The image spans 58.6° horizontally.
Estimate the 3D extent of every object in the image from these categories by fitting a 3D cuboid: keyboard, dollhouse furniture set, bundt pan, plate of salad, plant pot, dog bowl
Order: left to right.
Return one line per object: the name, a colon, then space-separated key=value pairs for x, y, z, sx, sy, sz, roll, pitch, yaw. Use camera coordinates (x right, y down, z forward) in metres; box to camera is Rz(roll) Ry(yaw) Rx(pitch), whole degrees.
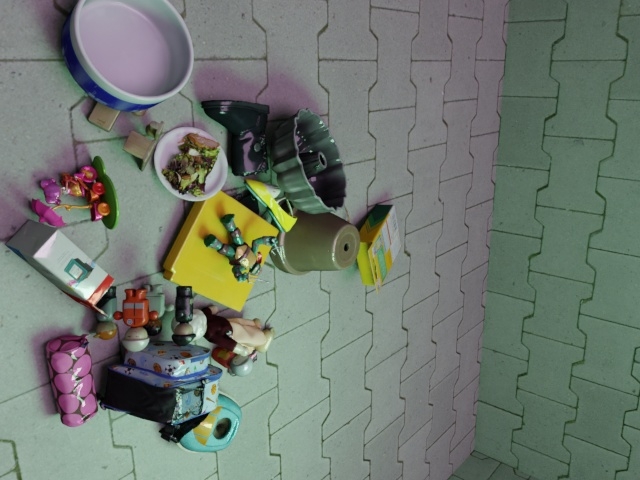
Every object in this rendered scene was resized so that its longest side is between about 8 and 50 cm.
dollhouse furniture set: x=-0.462 y=-0.273 z=1.369 sx=0.151 sy=0.123 sz=0.144 roll=27 pitch=77 yaw=-15
dog bowl: x=-0.420 y=-0.423 z=1.254 sx=0.264 sy=0.104 sz=0.265 roll=6 pitch=81 yaw=-40
plate of salad: x=-0.331 y=-0.202 z=1.487 sx=0.199 sy=0.048 sz=0.200 roll=6 pitch=79 yaw=-32
keyboard: x=-0.253 y=-0.091 z=1.685 sx=0.180 sy=0.023 sz=0.108 roll=-37 pitch=132 yaw=-40
bundt pan: x=-0.046 y=-0.230 z=1.749 sx=0.331 sy=0.124 sz=0.331 roll=43 pitch=38 yaw=-49
plant pot: x=0.000 y=0.000 z=1.857 sx=0.263 sy=0.229 sz=0.263 roll=-18 pitch=114 yaw=-48

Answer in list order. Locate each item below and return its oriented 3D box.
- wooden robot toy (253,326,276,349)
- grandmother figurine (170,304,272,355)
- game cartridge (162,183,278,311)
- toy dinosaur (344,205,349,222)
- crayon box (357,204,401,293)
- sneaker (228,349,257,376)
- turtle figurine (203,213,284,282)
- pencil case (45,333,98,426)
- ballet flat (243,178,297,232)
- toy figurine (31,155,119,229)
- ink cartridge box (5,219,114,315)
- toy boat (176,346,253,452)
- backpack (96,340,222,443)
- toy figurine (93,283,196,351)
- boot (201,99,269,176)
wooden robot toy: x=-0.203 y=0.302 z=1.822 sx=0.173 sy=0.076 sz=0.079 roll=-27 pitch=100 yaw=-51
grandmother figurine: x=-0.278 y=0.258 z=1.615 sx=0.342 sy=0.207 sz=0.104 roll=23 pitch=94 yaw=-53
game cartridge: x=-0.281 y=0.029 z=1.643 sx=0.323 sy=0.052 sz=0.286 roll=37 pitch=75 yaw=-50
toy dinosaur: x=0.084 y=-0.009 z=2.089 sx=0.212 sy=0.064 sz=0.112 roll=-59 pitch=137 yaw=-21
crayon box: x=0.215 y=0.028 z=2.186 sx=0.323 sy=0.083 sz=0.203 roll=-56 pitch=140 yaw=-49
sneaker: x=-0.243 y=0.399 z=1.825 sx=0.119 sy=0.047 sz=0.057 roll=-40 pitch=141 yaw=-35
turtle figurine: x=-0.212 y=0.041 z=1.598 sx=0.234 sy=0.118 sz=0.175 roll=47 pitch=51 yaw=-33
pencil case: x=-0.580 y=0.329 z=1.351 sx=0.098 sy=0.095 sz=0.210 roll=-34 pitch=129 yaw=-60
ballet flat: x=-0.143 y=-0.119 z=1.713 sx=0.077 sy=0.077 sz=0.231 roll=-39 pitch=128 yaw=-4
toy figurine: x=-0.552 y=-0.097 z=1.259 sx=0.159 sy=0.130 sz=0.173 roll=-12 pitch=88 yaw=-39
ink cartridge box: x=-0.557 y=0.064 z=1.263 sx=0.078 sy=0.134 sz=0.231 roll=-57 pitch=138 yaw=-24
toy boat: x=-0.306 y=0.474 z=1.680 sx=0.267 sy=0.148 sz=0.319 roll=30 pitch=77 yaw=-50
backpack: x=-0.391 y=0.368 z=1.480 sx=0.263 sy=0.276 sz=0.213 roll=25 pitch=81 yaw=-63
toy figurine: x=-0.428 y=0.186 z=1.396 sx=0.213 sy=0.209 sz=0.148 roll=1 pitch=88 yaw=-51
boot: x=-0.229 y=-0.283 z=1.597 sx=0.246 sy=0.094 sz=0.207 roll=-10 pitch=105 yaw=-56
